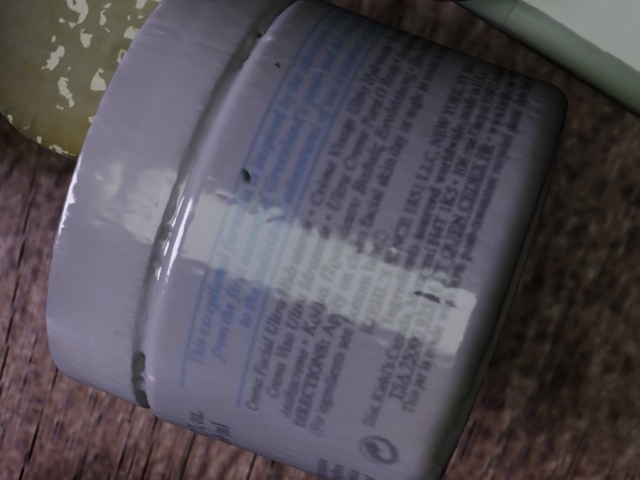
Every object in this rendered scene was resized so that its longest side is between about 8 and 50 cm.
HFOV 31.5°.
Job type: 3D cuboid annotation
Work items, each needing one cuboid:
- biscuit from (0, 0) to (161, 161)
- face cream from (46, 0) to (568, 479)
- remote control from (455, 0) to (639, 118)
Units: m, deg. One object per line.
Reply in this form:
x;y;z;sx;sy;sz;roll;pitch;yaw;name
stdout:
-0.108;-0.111;0.534;0.152;0.020;0.152;3;103;13;biscuit
0.000;0.000;0.450;0.152;0.177;0.177;21;106;7;face cream
0.059;-0.150;0.476;0.309;0.038;0.090;32;104;5;remote control
